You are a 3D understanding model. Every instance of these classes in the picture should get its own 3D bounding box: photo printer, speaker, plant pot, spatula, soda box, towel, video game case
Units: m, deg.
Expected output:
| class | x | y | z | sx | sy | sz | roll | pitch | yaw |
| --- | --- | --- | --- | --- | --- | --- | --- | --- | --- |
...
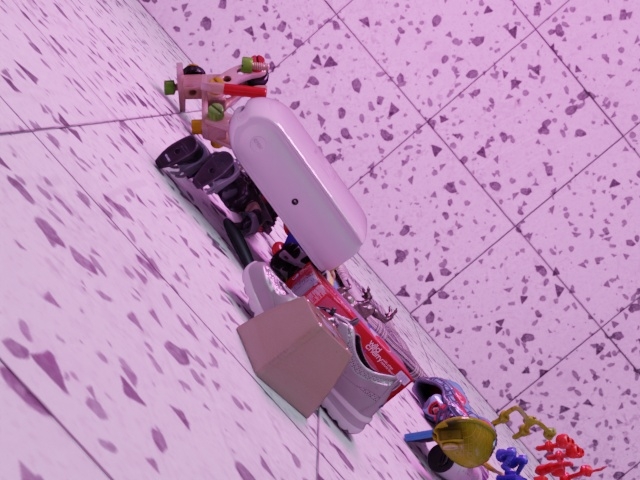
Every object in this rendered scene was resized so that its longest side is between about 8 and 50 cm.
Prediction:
| class | x | y | z | sx | sy | sz | roll | pitch | yaw |
| --- | --- | --- | --- | --- | --- | --- | --- | --- | --- |
| photo printer | -0.042 | -0.112 | 1.758 | 0.307 | 0.107 | 0.256 | 54 | 10 | -8 |
| speaker | 0.239 | 0.404 | 1.798 | 0.136 | 0.055 | 0.055 | 42 | 9 | -50 |
| plant pot | -0.026 | 0.137 | 1.281 | 0.109 | 0.096 | 0.109 | 46 | 6 | -33 |
| spatula | -0.083 | 0.073 | 1.611 | 0.296 | 0.030 | 0.084 | 53 | 9 | 27 |
| soda box | 0.041 | 0.162 | 1.716 | 0.263 | 0.083 | 0.092 | 48 | 6 | -23 |
| towel | 0.134 | 0.185 | 2.462 | 0.312 | 0.056 | 0.324 | 46 | 6 | -34 |
| video game case | 0.223 | 0.343 | 1.799 | 0.166 | 0.119 | 0.015 | 35 | 44 | -69 |

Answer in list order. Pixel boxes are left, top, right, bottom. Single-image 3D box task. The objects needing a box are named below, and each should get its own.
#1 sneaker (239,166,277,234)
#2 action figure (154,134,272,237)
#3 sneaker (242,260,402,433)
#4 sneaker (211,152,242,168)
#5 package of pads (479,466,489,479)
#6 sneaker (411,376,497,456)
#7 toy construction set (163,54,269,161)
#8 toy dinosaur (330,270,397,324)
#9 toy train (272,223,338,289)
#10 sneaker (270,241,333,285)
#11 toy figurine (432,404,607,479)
| class | x | y | z | sx | sy | sz | roll | pitch | yaw |
| --- | --- | --- | --- | --- | --- | --- | --- | --- | --- |
| sneaker | -0.121 | -0.085 | 1.977 | 0.135 | 0.097 | 0.276 | 47 | -2 | -5 |
| action figure | -0.174 | -0.098 | 1.756 | 0.185 | 0.099 | 0.285 | 44 | -1 | 19 |
| sneaker | 0.001 | 0.131 | 1.428 | 0.281 | 0.115 | 0.105 | 50 | 5 | 5 |
| sneaker | -0.193 | -0.143 | 2.137 | 0.144 | 0.059 | 0.053 | 21 | 57 | -46 |
| package of pads | 0.299 | 0.454 | 1.959 | 0.032 | 0.050 | 0.083 | 56 | 6 | 8 |
| sneaker | 0.270 | 0.380 | 2.141 | 0.125 | 0.104 | 0.262 | 26 | 13 | -31 |
| toy construction set | -0.239 | -0.313 | 2.258 | 0.237 | 0.257 | 0.309 | 6 | -10 | -4 |
| toy dinosaur | 0.094 | 0.153 | 2.215 | 0.118 | 0.064 | 0.268 | -20 | 66 | -44 |
| toy train | 0.000 | 0.000 | 2.058 | 0.143 | 0.105 | 0.248 | 60 | 28 | -25 |
| sneaker | -0.016 | 0.076 | 1.838 | 0.094 | 0.081 | 0.208 | 52 | -1 | -29 |
| toy figurine | 0.337 | 0.443 | 1.687 | 0.362 | 0.191 | 0.217 | 38 | 45 | -44 |
